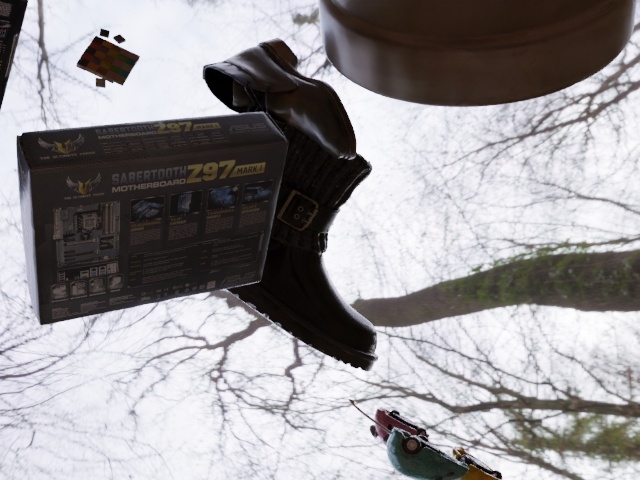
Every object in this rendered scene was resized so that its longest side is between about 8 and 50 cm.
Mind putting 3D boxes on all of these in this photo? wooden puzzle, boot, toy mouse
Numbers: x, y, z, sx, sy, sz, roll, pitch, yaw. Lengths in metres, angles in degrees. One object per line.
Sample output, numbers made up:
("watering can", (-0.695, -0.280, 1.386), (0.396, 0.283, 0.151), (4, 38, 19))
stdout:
("wooden puzzle", (-0.215, -0.183, 0.750), (0.049, 0.006, 0.083), (24, -131, -11))
("boot", (0.000, 0.000, 1.020), (0.348, 0.131, 0.260), (38, -95, -18))
("boot", (-0.050, -0.154, 0.862), (0.106, 0.082, 0.219), (-20, -130, -24))
("toy mouse", (0.075, 0.167, 0.591), (0.143, 0.161, 0.031), (29, -92, -21))

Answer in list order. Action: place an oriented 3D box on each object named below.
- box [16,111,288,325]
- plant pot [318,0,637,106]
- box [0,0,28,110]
("box", (-0.156, -0.023, 0.697), (0.232, 0.183, 0.059), (-11, -134, -27))
("plant pot", (0.145, -0.330, 0.688), (0.323, 0.280, 0.323), (-5, -136, 4))
("box", (-0.531, -0.188, 0.749), (0.395, 0.097, 0.318), (1, -59, -43))
